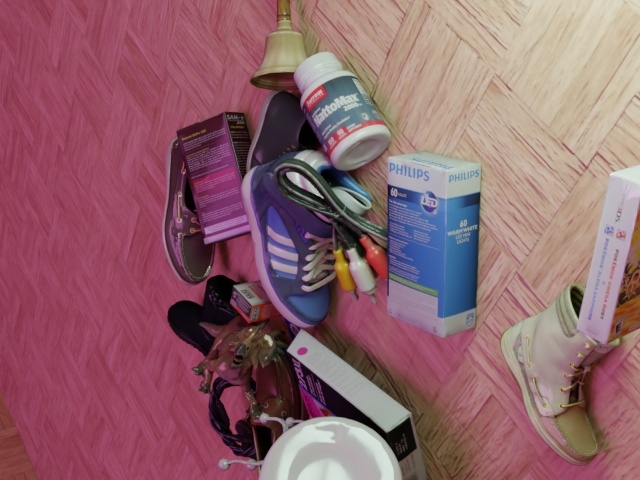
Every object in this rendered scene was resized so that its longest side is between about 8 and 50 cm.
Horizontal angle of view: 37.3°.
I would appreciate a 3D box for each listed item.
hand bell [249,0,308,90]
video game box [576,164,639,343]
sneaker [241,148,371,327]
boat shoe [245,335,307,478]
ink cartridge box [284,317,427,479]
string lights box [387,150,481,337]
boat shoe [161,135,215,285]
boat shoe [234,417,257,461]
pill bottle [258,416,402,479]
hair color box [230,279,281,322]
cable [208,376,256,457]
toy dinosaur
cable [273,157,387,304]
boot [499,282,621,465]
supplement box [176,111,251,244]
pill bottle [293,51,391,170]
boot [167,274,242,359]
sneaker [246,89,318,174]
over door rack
[{"bbox_3d":[-0.062,-0.395,1.662,0.126,0.126,0.242,-9,80,55],"label":"hand bell"},{"bbox_3d":[0.377,0.001,1.053,0.048,0.205,0.187,26,122,44],"label":"video game box"},{"bbox_3d":[0.000,-0.001,1.653,0.236,0.130,0.323,-8,105,45],"label":"sneaker"},{"bbox_3d":[-0.092,0.348,1.910,0.110,0.104,0.307,-11,90,58],"label":"boat shoe"},{"bbox_3d":[0.039,0.288,1.700,0.371,0.069,0.176,35,150,47],"label":"ink cartridge box"},{"bbox_3d":[0.170,0.003,1.455,0.133,0.076,0.260,21,117,50],"label":"string lights box"},{"bbox_3d":[-0.265,-0.066,2.009,0.096,0.116,0.324,0,91,55],"label":"boat shoe"},{"bbox_3d":[-0.149,0.444,2.069,0.152,0.049,0.056,38,129,42],"label":"boat shoe"},{"bbox_3d":[0.021,0.466,1.592,0.224,0.224,0.392,55,164,29],"label":"pill bottle"},{"bbox_3d":[-0.092,0.108,1.802,0.072,0.141,0.043,42,129,41],"label":"hair color box"},{"bbox_3d":[-0.170,0.371,2.031,0.150,0.047,0.184,-44,80,25],"label":"cable"},{"bbox_3d":[-0.153,0.205,1.847,0.200,0.127,0.296,-67,24,18],"label":"toy dinosaur"},{"bbox_3d":[0.039,-0.017,1.531,0.139,0.072,0.287,-19,123,34],"label":"cable"},{"bbox_3d":[0.343,0.180,1.271,0.165,0.077,0.213,-49,58,47],"label":"boot"},{"bbox_3d":[-0.192,-0.124,1.895,0.130,0.073,0.239,-15,88,31],"label":"supplement box"},{"bbox_3d":[0.029,-0.215,1.557,0.180,0.108,0.108,61,142,21],"label":"pill bottle"},{"bbox_3d":[-0.235,0.150,2.056,0.246,0.094,0.207,40,135,32],"label":"boot"},{"bbox_3d":[-0.067,-0.154,1.735,0.118,0.083,0.222,37,128,42],"label":"sneaker"},{"bbox_3d":[-0.110,0.473,1.747,0.108,0.239,0.324,22,87,27],"label":"over door rack"}]
